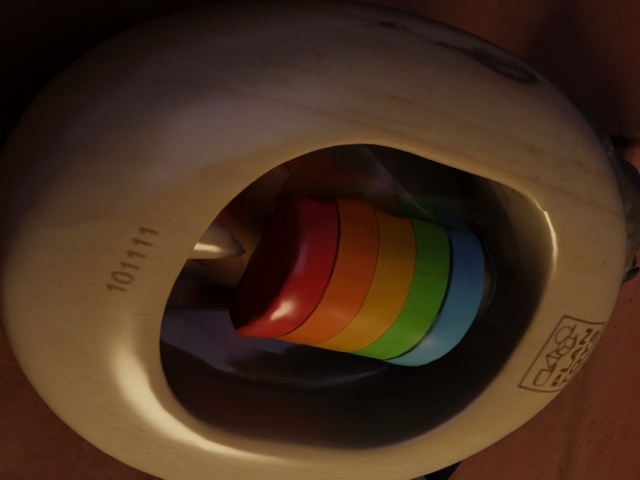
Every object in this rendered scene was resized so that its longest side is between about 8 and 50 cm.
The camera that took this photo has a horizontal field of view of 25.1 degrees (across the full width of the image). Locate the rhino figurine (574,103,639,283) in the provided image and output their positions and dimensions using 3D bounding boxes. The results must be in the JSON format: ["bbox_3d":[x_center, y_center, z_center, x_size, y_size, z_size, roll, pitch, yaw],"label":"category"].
[{"bbox_3d":[0.223,-0.024,1.174,0.106,0.073,0.243,-57,139,-7],"label":"rhino figurine"}]

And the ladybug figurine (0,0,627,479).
[{"bbox_3d":[0.000,0.000,0.852,0.449,0.162,0.305,18,108,-41],"label":"ladybug figurine"}]

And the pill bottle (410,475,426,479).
[{"bbox_3d":[0.069,0.245,1.116,0.086,0.086,0.152,-49,136,-20],"label":"pill bottle"}]

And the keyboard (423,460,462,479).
[{"bbox_3d":[0.122,0.117,1.166,0.180,0.023,0.108,-49,141,-21],"label":"keyboard"}]
